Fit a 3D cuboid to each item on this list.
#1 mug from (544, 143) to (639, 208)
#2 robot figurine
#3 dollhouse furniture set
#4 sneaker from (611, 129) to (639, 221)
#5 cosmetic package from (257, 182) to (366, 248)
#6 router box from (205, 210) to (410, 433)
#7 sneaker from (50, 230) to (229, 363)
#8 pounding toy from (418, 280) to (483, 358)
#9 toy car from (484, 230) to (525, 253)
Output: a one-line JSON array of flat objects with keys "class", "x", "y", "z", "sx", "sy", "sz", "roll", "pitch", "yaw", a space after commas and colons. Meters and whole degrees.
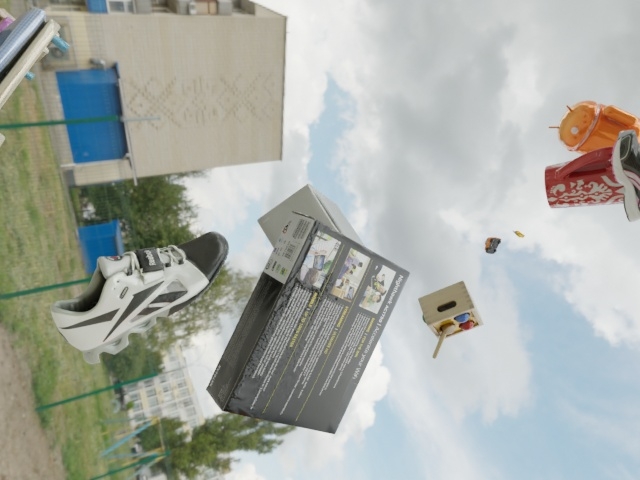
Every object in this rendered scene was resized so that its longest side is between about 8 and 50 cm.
[{"class": "mug", "x": 0.541, "y": -0.134, "z": 0.957, "sx": 0.169, "sy": 0.113, "sz": 0.150, "roll": -6, "pitch": -54, "yaw": 36}, {"class": "robot figurine", "x": 0.683, "y": -0.262, "z": 1.179, "sx": 0.158, "sy": 0.219, "sz": 0.128, "roll": -55, "pitch": 167, "yaw": -69}, {"class": "dollhouse furniture set", "x": -0.424, "y": -0.222, "z": 0.522, "sx": 0.303, "sy": 0.198, "sz": 0.287, "roll": -4, "pitch": -123, "yaw": 41}, {"class": "sneaker", "x": 0.554, "y": -0.114, "z": 0.817, "sx": 0.077, "sy": 0.072, "sz": 0.178, "roll": -4, "pitch": -49, "yaw": 47}, {"class": "cosmetic package", "x": 0.000, "y": 0.000, "z": 0.782, "sx": 0.127, "sy": 0.107, "sz": 0.238, "roll": 56, "pitch": 11, "yaw": 7}, {"class": "router box", "x": -0.006, "y": 0.082, "z": 0.451, "sx": 0.046, "sy": 0.133, "sz": 0.179, "roll": 22, "pitch": -95, "yaw": 55}, {"class": "sneaker", "x": -0.317, "y": 0.067, "z": 0.865, "sx": 0.122, "sy": 0.330, "sz": 0.146, "roll": 27, "pitch": -31, "yaw": 47}, {"class": "pounding toy", "x": 0.292, "y": 0.185, "z": 1.103, "sx": 0.130, "sy": 0.141, "sz": 0.100, "roll": 47, "pitch": 23, "yaw": -49}, {"class": "toy car", "x": 0.561, "y": 0.004, "z": 1.484, "sx": 0.041, "sy": 0.121, "sz": 0.060, "roll": -114, "pitch": -161, "yaw": -57}]
